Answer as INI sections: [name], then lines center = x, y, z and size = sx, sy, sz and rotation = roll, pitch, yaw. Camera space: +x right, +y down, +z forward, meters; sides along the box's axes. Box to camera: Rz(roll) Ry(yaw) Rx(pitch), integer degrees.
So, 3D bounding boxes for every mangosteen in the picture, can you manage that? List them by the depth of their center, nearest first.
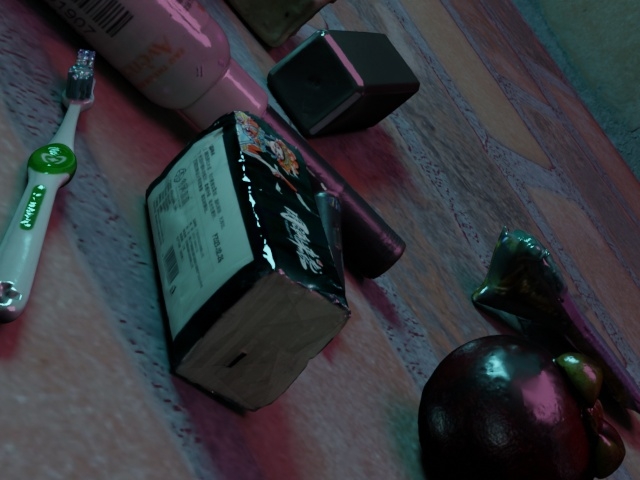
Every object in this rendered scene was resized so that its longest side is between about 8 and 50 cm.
[mangosteen]
center = 0.150, 0.138, 0.995
size = 0.152, 0.152, 0.152
rotation = 44, 21, -21

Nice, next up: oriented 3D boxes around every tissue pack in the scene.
[tissue pack]
center = -0.049, 0.008, 0.846
size = 0.090, 0.103, 0.170
rotation = 28, 29, -35

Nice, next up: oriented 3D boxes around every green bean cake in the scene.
[green bean cake]
center = -0.067, -0.290, 1.356
size = 0.179, 0.085, 0.109
rotation = 48, 21, -7

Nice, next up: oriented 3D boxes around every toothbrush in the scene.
[toothbrush]
center = -0.161, -0.039, 0.795
size = 0.030, 0.030, 0.304
rotation = 43, 23, -23

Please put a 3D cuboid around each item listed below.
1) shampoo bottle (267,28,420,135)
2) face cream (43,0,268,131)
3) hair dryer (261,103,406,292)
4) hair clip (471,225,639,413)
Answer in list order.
[shampoo bottle]
center = 0.032, -0.161, 1.359
size = 0.079, 0.080, 0.246
rotation = 55, 20, 5
[face cream]
center = -0.145, -0.175, 0.984
size = 0.269, 0.082, 0.082
rotation = 44, 21, -20
[hair dryer]
center = -0.011, -0.007, 1.052
size = 0.173, 0.050, 0.195
rotation = 44, 24, -14
[hair clip]
center = 0.271, 0.095, 1.463
size = 0.358, 0.110, 0.096
rotation = 38, 63, -43
